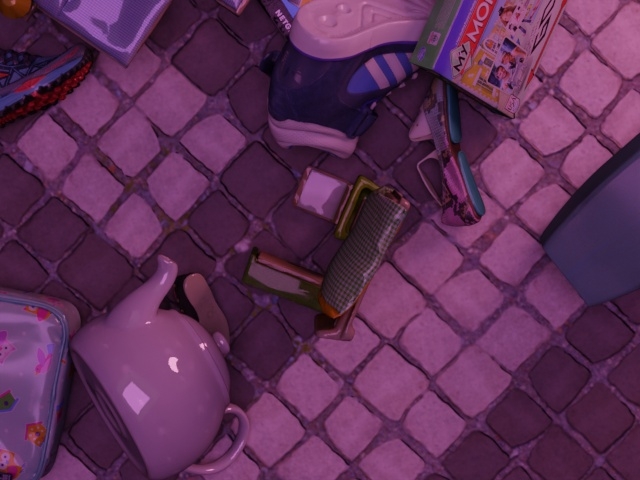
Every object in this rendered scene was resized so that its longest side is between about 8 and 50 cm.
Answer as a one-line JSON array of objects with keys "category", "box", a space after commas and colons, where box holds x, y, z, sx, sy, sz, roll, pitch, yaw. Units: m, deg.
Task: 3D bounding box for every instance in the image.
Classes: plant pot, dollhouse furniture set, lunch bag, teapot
[{"category": "plant pot", "box": [0.421, -0.028, 1.770, 0.234, 0.165, 0.165, -37, 92, 10]}, {"category": "dollhouse furniture set", "box": [0.000, 0.000, 1.700, 0.151, 0.301, 0.197, 23, 95, -3]}, {"category": "lunch bag", "box": [-0.462, 0.203, 1.811, 0.224, 0.108, 0.279, 12, 93, 0]}, {"category": "teapot", "box": [-0.204, 0.188, 1.762, 0.187, 0.256, 0.252, -30, 76, -19]}, {"category": "dollhouse furniture set", "box": [-0.228, -0.344, 1.652, 0.286, 0.198, 0.303, 37, 92, -1]}]

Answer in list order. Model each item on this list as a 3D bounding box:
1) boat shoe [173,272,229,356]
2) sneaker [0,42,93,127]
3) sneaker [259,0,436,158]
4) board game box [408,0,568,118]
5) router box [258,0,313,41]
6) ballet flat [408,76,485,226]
[{"category": "boat shoe", "box": [-0.167, 0.107, 1.840, 0.049, 0.042, 0.133, -31, 107, -34]}, {"category": "sneaker", "box": [-0.443, -0.226, 1.795, 0.262, 0.104, 0.125, -25, 90, 1]}, {"category": "sneaker", "box": [0.065, -0.228, 1.794, 0.323, 0.236, 0.130, -20, 54, -34]}, {"category": "board game box", "box": [0.254, -0.342, 1.741, 0.046, 0.213, 0.317, 26, 94, 40]}, {"category": "router box", "box": [-0.032, -0.368, 1.812, 0.133, 0.046, 0.179, -36, 92, 1]}, {"category": "ballet flat", "box": [0.167, -0.125, 1.814, 0.079, 0.077, 0.221, -12, 93, 21]}]
